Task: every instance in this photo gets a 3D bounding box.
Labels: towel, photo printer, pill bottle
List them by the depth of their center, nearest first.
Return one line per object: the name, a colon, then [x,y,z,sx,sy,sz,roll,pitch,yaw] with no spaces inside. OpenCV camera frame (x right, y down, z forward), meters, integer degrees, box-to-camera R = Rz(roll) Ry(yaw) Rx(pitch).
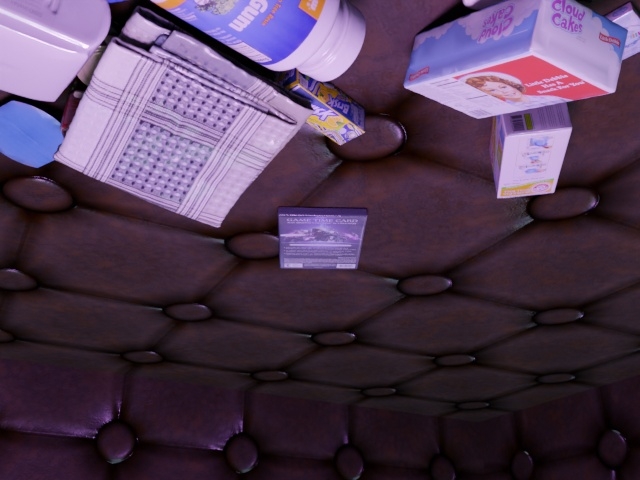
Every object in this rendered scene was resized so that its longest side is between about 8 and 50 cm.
pill bottle: [-0.073,-0.308,0.851,0.272,0.152,0.152,21,146,-40]
photo printer: [-0.431,-0.282,0.874,0.256,0.107,0.308,19,168,-29]
towel: [-0.220,-0.168,1.070,0.312,0.056,0.324,25,129,-25]

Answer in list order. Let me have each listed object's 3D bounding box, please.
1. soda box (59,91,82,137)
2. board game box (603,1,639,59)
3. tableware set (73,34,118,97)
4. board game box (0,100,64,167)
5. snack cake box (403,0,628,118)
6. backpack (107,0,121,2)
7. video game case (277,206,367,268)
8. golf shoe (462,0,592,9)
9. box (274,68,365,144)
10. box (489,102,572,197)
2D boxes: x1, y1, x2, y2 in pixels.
soda box: [-0.296,-0.189,1.159,0.264,0.083,0.092,3,152,-5]
board game box: [0.439,-0.302,1.011,0.090,0.020,0.090,24,145,-39]
tableware set: [-0.281,-0.268,1.060,0.194,0.039,0.128,5,141,-22]
board game box: [-0.514,-0.196,1.198,0.169,0.033,0.133,-16,137,31]
snack cake box: [0.256,-0.247,0.933,0.152,0.089,0.264,17,175,-27]
backpack: [-0.267,-0.355,0.831,0.101,0.097,0.120,-3,165,16]
video game case: [0.000,0.000,1.591,0.196,0.026,0.274,1,152,-2]
golf shoe: [0.274,-0.329,0.890,0.176,0.085,0.069,-10,152,21]
box: [0.000,-0.226,1.122,0.059,0.054,0.169,-22,145,36]
box: [0.353,-0.171,1.161,0.103,0.114,0.203,-6,153,8]
